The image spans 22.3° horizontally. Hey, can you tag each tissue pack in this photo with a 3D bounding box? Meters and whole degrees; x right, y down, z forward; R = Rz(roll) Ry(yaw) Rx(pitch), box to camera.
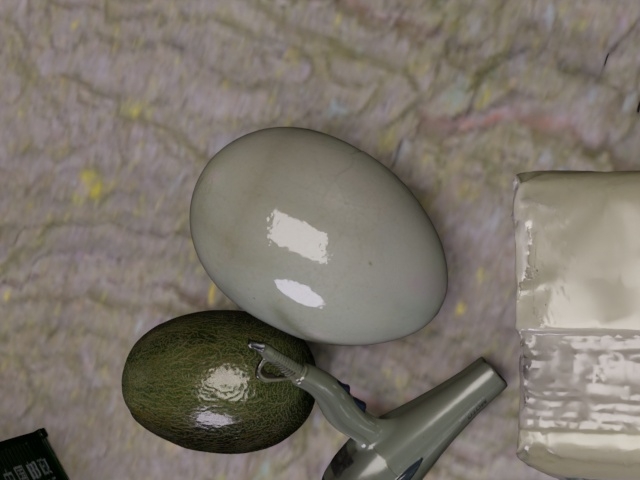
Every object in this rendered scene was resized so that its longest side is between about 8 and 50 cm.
[{"bbox_3d":[0.328,0.069,1.056,0.380,0.297,0.207,0,78,14],"label":"tissue pack"}]

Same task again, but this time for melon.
[{"bbox_3d":[-0.074,0.111,1.273,0.167,0.114,0.114,1,92,15],"label":"melon"}]

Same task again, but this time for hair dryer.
[{"bbox_3d":[0.050,0.109,1.231,0.167,0.067,0.199,-29,123,-5],"label":"hair dryer"}]

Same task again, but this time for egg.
[{"bbox_3d":[0.000,0.000,1.231,0.209,0.151,0.151,29,99,5],"label":"egg"}]

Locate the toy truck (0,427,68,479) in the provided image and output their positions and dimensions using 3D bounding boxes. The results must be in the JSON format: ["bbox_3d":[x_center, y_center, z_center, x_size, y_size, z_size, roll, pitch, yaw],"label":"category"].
[{"bbox_3d":[-0.273,0.231,1.257,0.088,0.259,0.121,-31,84,14],"label":"toy truck"}]
